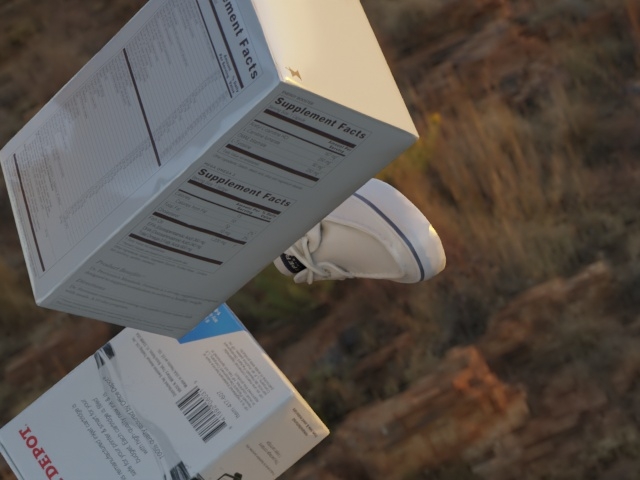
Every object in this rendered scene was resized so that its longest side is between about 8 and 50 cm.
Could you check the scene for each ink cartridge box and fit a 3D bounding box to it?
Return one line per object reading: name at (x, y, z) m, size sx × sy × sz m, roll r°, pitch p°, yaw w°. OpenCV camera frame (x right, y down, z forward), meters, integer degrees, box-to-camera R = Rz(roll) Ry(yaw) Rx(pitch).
ink cartridge box at (-0.121, 0.148, 1.191) m, size 0.203 × 0.086 × 0.148 m, roll -39°, pitch 54°, yaw -3°

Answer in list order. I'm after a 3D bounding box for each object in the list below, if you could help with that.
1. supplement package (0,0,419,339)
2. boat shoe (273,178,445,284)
supplement package at (-0.079, -0.063, 1.042) m, size 0.244 × 0.134 × 0.139 m, roll -39°, pitch 54°, yaw 28°
boat shoe at (0.000, 0.000, 1.276) m, size 0.084 × 0.095 × 0.258 m, roll -38°, pitch 25°, yaw -22°
